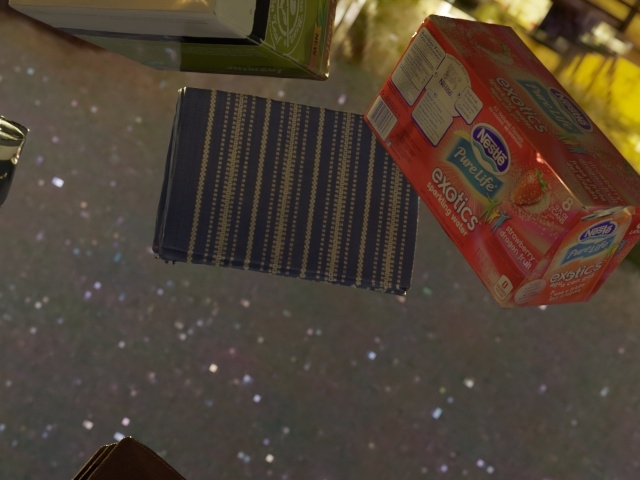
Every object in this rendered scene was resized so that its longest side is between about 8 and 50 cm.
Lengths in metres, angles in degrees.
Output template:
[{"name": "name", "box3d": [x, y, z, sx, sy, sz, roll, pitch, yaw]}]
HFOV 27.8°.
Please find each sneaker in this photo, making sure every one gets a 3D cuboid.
[{"name": "sneaker", "box3d": [-0.372, -0.073, 1.338, 0.112, 0.131, 0.319, 19, -176, -12]}]

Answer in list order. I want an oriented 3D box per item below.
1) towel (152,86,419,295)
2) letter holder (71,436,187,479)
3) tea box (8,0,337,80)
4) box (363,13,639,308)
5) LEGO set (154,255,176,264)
[{"name": "towel", "box3d": [-0.037, -0.064, 1.679, 0.336, 0.243, 0.040, 9, 161, -9]}, {"name": "letter holder", "box3d": [-0.187, 0.392, 1.686, 0.302, 0.152, 0.214, 46, -144, -5]}, {"name": "tea box", "box3d": [-0.121, -0.352, 1.300, 0.220, 0.329, 0.323, 6, 179, 18]}, {"name": "box", "box3d": [0.200, -0.088, 1.380, 0.142, 0.154, 0.300, -2, -134, -40]}, {"name": "LEGO set", "box3d": [-0.224, 0.009, 1.960, 0.083, 0.054, 0.023, -7, -160, 47]}]
